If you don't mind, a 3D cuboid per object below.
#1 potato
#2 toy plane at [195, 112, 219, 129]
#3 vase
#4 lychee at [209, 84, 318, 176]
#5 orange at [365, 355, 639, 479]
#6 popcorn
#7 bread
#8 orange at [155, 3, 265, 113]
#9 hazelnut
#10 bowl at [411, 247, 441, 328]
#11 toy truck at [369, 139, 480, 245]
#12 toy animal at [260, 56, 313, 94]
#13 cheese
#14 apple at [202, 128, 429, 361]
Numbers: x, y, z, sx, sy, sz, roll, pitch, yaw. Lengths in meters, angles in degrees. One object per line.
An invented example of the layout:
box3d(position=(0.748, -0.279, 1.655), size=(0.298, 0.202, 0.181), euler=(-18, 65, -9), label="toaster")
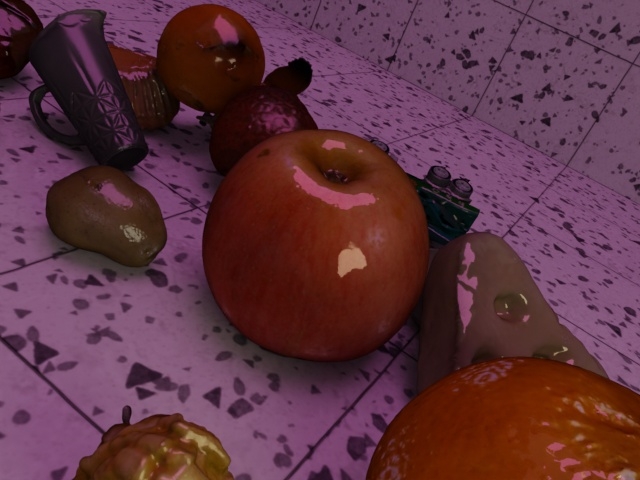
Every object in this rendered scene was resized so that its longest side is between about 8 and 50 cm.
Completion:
box3d(position=(-0.341, -0.034, 0.946), size=(0.194, 0.157, 0.157), euler=(42, 31, 5), label="potato")
box3d(position=(-0.254, -0.325, 1.524), size=(0.229, 0.092, 0.244), euler=(31, 20, -15), label="toy plane")
box3d(position=(-0.470, -0.281, 1.187), size=(0.300, 0.251, 0.156), euler=(60, 13, 10), label="vase")
box3d(position=(-0.117, -0.193, 1.281), size=(0.255, 0.299, 0.255), euler=(20, -7, 3), label="lychee")
box3d(position=(0.253, 0.308, 0.598), size=(0.424, 0.326, 0.424), euler=(19, 30, -12), label="orange")
box3d(position=(-0.164, 0.252, 0.553), size=(0.140, 0.194, 0.163), euler=(-24, 95, -48), label="popcorn")
box3d(position=(-0.469, -0.374, 1.405), size=(0.274, 0.149, 0.274), euler=(14, 36, -10), label="bread")
box3d(position=(-0.250, -0.411, 1.336), size=(0.246, 0.246, 0.246), euler=(18, 29, -10), label="orange")
box3d(position=(-0.743, -0.460, 1.312), size=(0.181, 0.181, 0.212), euler=(34, 34, -24), label="hazelnut")
box3d(position=(0.249, 0.118, 1.139), size=(0.212, 0.112, 0.211), euler=(17, 29, -10), label="bowl")
box3d(position=(0.218, -0.096, 1.427), size=(0.364, 0.176, 0.178), euler=(29, 41, 6), label="toy truck")
box3d(position=(-0.193, -0.415, 1.611), size=(0.284, 0.225, 0.302), euler=(38, -12, 14), label="toy animal")
box3d(position=(0.321, 0.154, 0.967), size=(0.351, 0.129, 0.328), euler=(9, 69, -20), label="cheese")
box3d(position=(0.000, 0.000, 0.931), size=(0.364, 0.363, 0.364), euler=(18, 29, -10), label="apple")
